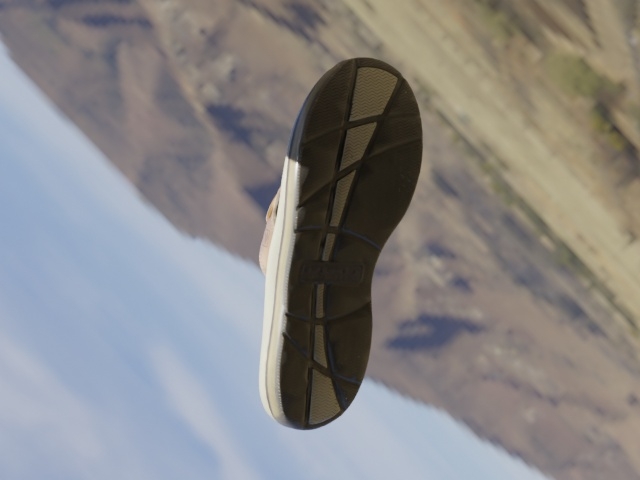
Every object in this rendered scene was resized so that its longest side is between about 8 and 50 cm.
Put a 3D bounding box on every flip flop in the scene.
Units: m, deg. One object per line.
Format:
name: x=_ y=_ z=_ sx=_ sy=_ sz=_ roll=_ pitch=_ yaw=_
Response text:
flip flop: x=0.000 y=0.000 z=1.316 sx=0.112 sy=0.277 sz=0.080 roll=7 pitch=-174 yaw=-34
